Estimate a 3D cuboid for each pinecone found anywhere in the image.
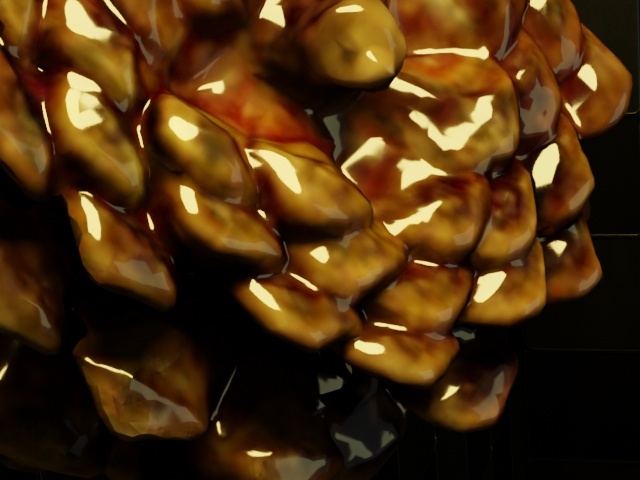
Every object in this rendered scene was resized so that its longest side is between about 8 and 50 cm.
[{"bbox_3d":[-0.069,-0.068,0.738,0.398,0.397,0.398,0,90,-75],"label":"pinecone"}]

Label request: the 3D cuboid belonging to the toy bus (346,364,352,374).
[{"bbox_3d":[0.017,0.118,1.517,0.136,0.109,0.330,87,12,-51],"label":"toy bus"}]
